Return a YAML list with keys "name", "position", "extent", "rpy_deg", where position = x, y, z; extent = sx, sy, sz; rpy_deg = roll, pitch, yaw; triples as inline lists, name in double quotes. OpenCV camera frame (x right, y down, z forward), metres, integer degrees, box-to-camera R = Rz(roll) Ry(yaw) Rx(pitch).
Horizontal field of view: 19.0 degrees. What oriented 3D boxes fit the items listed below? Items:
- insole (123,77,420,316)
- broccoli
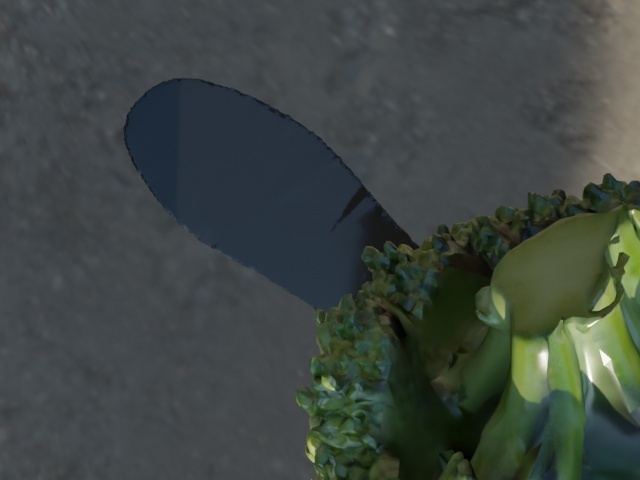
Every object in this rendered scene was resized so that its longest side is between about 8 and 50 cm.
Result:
- name: "insole"
  position: [0.000, 0.000, 0.961]
  extent: [0.232, 0.003, 0.080]
  rpy_deg: [40, 98, -2]
- name: "broccoli"
  position: [0.101, 0.066, 0.755]
  extent: [0.226, 0.198, 0.176]
  rpy_deg: [-42, 149, 6]
